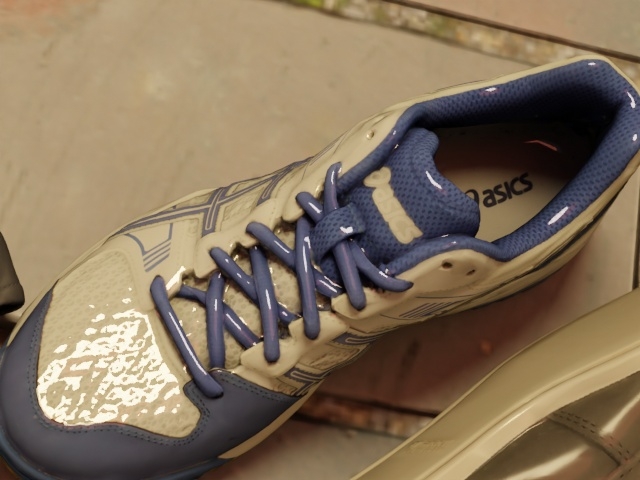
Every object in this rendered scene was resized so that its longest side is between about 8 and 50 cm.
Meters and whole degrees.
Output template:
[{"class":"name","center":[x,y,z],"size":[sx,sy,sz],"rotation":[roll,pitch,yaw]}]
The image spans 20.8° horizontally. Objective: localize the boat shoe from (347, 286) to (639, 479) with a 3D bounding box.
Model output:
[{"class":"boat shoe","center":[0.090,0.105,0.701],"size":[0.335,0.112,0.095],"rotation":[-30,96,-17]}]

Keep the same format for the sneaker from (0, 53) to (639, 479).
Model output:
[{"class":"sneaker","center":[0.000,0.000,0.699],"size":[0.296,0.131,0.112],"rotation":[-29,80,-21]}]

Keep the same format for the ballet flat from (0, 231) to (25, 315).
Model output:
[{"class":"ballet flat","center":[-0.191,0.062,0.661],"size":[0.074,0.074,0.203],"rotation":[44,60,5]}]
